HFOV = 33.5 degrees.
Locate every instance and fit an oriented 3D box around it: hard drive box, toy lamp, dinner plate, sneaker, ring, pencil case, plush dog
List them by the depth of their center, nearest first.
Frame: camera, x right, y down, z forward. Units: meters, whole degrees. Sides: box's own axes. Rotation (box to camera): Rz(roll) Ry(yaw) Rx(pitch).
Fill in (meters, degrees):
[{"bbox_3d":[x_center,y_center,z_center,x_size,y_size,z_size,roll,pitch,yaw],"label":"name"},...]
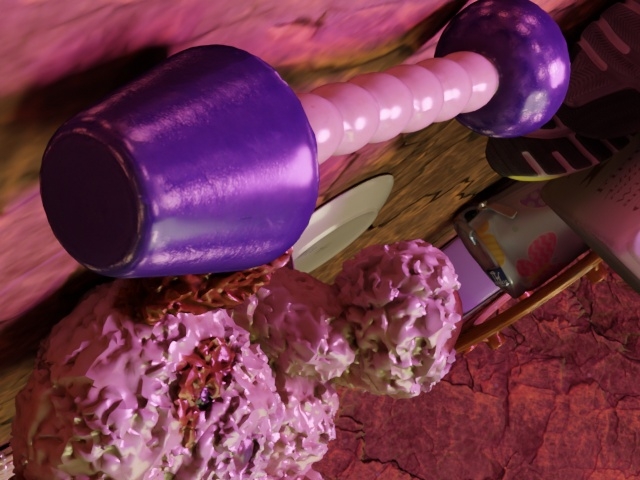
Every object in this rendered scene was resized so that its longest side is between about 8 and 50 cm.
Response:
[{"bbox_3d":[0.012,-0.048,0.414,0.275,0.080,0.080,-25,165,-48],"label":"toy lamp"},{"bbox_3d":[-0.071,0.085,0.589,0.225,0.211,0.262,20,97,-61],"label":"plush dog"},{"bbox_3d":[0.268,-0.158,0.741,0.229,0.086,0.132,-43,171,24],"label":"sneaker"},{"bbox_3d":[0.000,0.000,0.777,0.141,0.017,0.141,-34,168,-8],"label":"dinner plate"},{"bbox_3d":[0.211,-0.105,0.814,0.208,0.081,0.094,-33,175,-12],"label":"sneaker"},{"bbox_3d":[0.283,-0.053,1.204,0.273,0.124,0.113,-34,-160,-3],"label":"pencil case"},{"bbox_3d":[0.286,0.051,1.301,0.337,0.032,0.336,-36,177,-2],"label":"ring"},{"bbox_3d":[0.217,0.036,1.462,0.232,0.089,0.181,-40,170,19],"label":"hard drive box"}]

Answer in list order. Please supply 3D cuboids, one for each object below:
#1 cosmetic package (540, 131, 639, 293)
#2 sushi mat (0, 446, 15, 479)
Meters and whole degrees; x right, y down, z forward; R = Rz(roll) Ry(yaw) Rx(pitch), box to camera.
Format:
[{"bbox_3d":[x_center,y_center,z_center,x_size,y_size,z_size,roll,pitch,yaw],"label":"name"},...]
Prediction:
[{"bbox_3d":[0.412,-0.026,0.798,0.329,0.327,0.393,-47,-179,8],"label":"cosmetic package"},{"bbox_3d":[-0.340,0.227,0.681,0.317,0.019,0.151,-25,166,-48],"label":"sushi mat"}]
